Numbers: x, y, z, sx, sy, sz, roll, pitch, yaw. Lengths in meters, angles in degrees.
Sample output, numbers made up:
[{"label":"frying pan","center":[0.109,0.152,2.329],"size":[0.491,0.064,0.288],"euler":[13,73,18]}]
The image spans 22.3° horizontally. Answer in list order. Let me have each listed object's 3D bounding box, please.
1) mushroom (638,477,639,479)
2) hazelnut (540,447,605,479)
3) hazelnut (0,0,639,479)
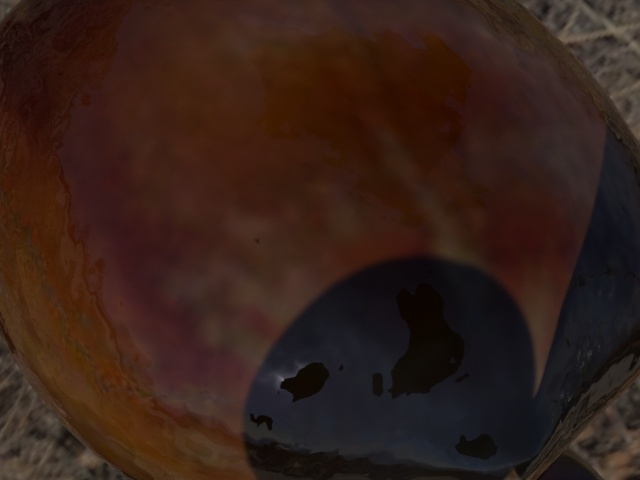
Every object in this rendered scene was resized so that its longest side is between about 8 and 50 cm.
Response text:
[{"label":"mushroom","center":[0.198,0.037,0.561],"size":[0.097,0.351,0.109],"euler":[38,21,13]},{"label":"hazelnut","center":[0.155,0.264,1.322],"size":[0.229,0.229,0.230],"euler":[8,67,-19]},{"label":"hazelnut","center":[-0.004,-0.004,0.862],"size":[0.365,0.366,0.366],"euler":[8,67,-19]}]
